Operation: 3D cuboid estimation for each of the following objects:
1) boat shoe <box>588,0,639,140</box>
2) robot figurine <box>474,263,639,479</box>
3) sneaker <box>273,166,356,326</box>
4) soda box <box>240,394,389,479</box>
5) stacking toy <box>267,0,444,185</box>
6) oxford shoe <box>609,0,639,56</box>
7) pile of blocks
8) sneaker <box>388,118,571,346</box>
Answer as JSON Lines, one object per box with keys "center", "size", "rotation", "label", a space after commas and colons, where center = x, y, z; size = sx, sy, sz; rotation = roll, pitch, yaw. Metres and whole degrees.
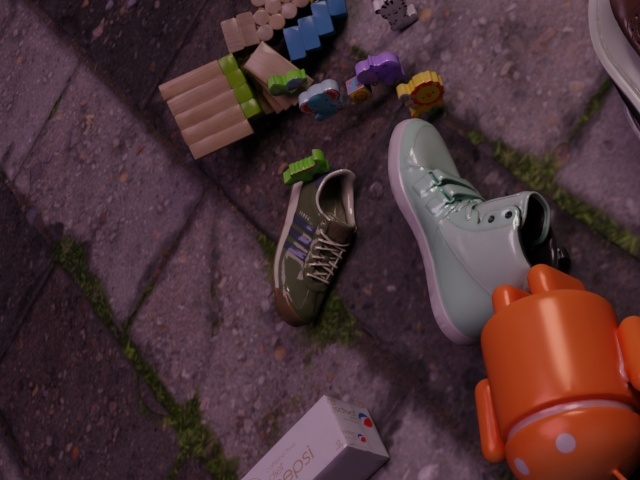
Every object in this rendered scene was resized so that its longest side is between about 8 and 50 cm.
{"center": [0.322, -0.133, 1.146], "size": [0.114, 0.091, 0.302], "rotation": [-18, 53, 13], "label": "boat shoe"}
{"center": [0.214, 0.130, 1.115], "size": [0.158, 0.128, 0.219], "rotation": [-10, 58, 3], "label": "robot figurine"}
{"center": [0.000, 0.000, 1.459], "size": [0.086, 0.064, 0.192], "rotation": [-19, 56, 47], "label": "sneaker"}
{"center": [-0.028, 0.266, 1.363], "size": [0.216, 0.069, 0.074], "rotation": [-48, 43, 22], "label": "soda box"}
{"center": [0.033, -0.180, 1.479], "size": [0.221, 0.052, 0.167], "rotation": [-29, 47, 20], "label": "stacking toy"}
{"center": [0.420, -0.253, 1.059], "size": [0.364, 0.130, 0.132], "rotation": [-18, 75, 24], "label": "oxford shoe"}
{"center": [-0.052, -0.256, 1.630], "size": [0.362, 0.149, 0.112], "rotation": [-50, -1, 6], "label": "pile of blocks"}
{"center": [0.162, -0.039, 1.275], "size": [0.151, 0.094, 0.256], "rotation": [-37, 58, 38], "label": "sneaker"}
